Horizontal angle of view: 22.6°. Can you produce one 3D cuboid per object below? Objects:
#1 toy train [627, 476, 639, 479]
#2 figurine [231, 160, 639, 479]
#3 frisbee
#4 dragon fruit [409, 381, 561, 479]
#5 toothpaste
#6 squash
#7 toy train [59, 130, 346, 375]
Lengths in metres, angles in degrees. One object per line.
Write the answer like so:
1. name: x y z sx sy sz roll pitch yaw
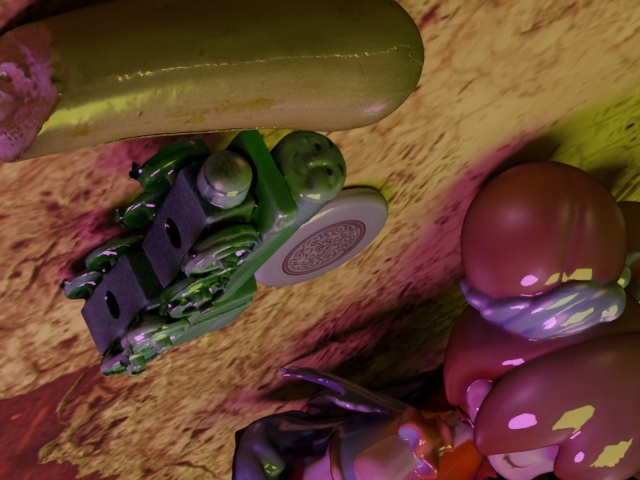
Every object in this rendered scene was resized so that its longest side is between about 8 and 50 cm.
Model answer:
1. toy train: 0.201 0.303 1.363 0.249 0.178 0.429 -42 176 2
2. figurine: 0.128 0.125 1.308 0.388 0.248 0.277 -30 156 27
3. frisbee: 0.000 0.000 1.140 0.110 0.014 0.110 -26 158 -11
4. dragon fruit: 0.216 0.187 1.614 0.317 0.152 0.205 -36 162 -1
5. toothpaste: 0.037 0.158 1.509 0.170 0.028 0.045 -10 149 -49
6. squash: -0.049 -0.087 0.808 0.250 0.083 0.083 -11 151 -36
7. toy train: -0.069 0.006 0.943 0.119 0.085 0.251 -20 168 -31
